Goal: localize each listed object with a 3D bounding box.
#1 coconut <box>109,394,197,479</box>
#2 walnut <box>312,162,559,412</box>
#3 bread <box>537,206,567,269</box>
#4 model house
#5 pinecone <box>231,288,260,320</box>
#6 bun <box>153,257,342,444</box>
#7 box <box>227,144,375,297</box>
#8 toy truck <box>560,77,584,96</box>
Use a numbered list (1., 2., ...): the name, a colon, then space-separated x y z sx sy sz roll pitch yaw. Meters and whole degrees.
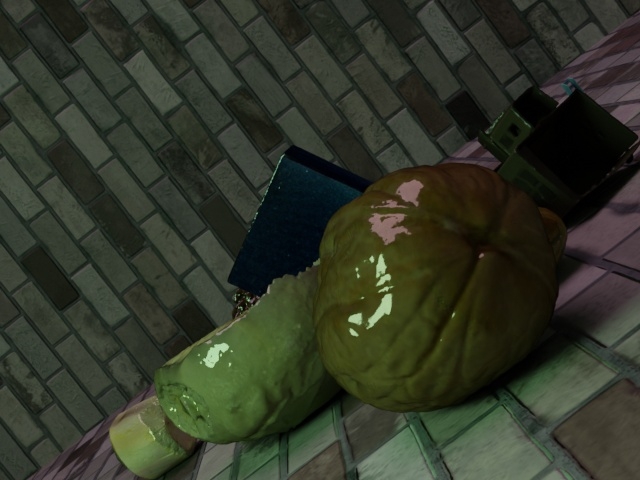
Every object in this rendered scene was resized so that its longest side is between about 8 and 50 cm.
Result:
1. coconut: -0.331 0.386 2.113 0.153 0.147 0.147 -32 6 20
2. walnut: 0.120 0.053 1.245 0.252 0.277 0.313 0 -17 -20
3. bread: 0.252 0.010 1.508 0.152 0.130 0.268 -29 4 -4
4. model house: 0.338 -0.108 1.745 0.211 0.204 0.243 -40 -11 -31
5. pinecone: -0.084 0.153 2.294 0.208 0.208 0.208 -37 5 4
6. bun: -0.078 0.196 1.712 0.364 0.202 0.364 -37 -2 -2
7. box: 0.000 0.000 2.077 0.279 0.261 0.116 -65 -3 18
8. toy truck: 0.493 -0.242 2.094 0.063 0.136 0.074 -42 6 -32
